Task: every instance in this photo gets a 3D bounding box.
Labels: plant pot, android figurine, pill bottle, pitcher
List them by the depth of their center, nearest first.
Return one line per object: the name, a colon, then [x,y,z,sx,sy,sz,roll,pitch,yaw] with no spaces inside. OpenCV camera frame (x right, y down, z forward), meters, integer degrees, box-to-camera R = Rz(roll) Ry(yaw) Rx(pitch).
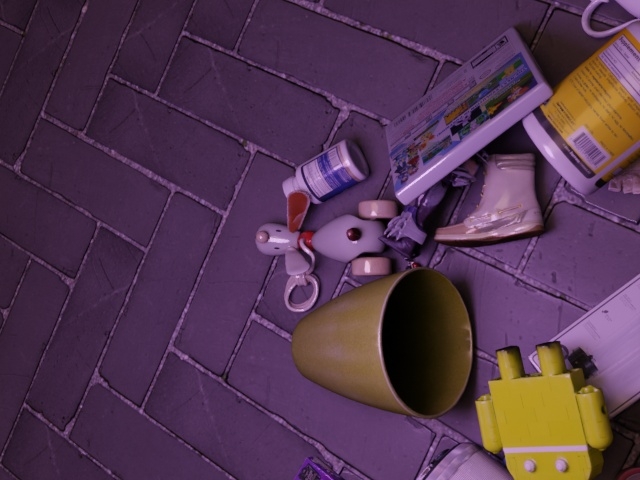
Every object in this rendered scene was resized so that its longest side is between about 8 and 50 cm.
android figurine: [0.371,0.307,1.588,0.248,0.056,0.273,-13,87,46]
pill bottle: [0.526,-0.248,1.622,0.334,0.188,0.188,-41,66,20]
pitcher: [0.574,-0.434,1.711,0.207,0.125,0.178,31,119,39]
plant pot: [0.091,0.200,1.822,0.293,0.274,0.275,-9,79,43]
pill bottle: [0.008,-0.133,1.988,0.169,0.094,0.094,-28,71,23]

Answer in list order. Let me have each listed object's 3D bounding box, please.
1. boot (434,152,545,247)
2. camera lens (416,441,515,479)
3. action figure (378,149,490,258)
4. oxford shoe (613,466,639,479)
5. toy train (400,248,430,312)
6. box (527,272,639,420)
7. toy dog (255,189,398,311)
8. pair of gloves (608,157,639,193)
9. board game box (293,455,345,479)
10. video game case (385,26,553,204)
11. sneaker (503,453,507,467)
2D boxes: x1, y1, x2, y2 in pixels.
boot: [0.315,-0.076,1.821,0.213,0.077,0.165,-9,77,27]
camera lens: [0.287,0.507,1.667,0.274,0.219,0.219,37,102,23]
action figure: [0.217,-0.102,1.822,0.099,0.185,0.285,32,91,-14]
oxford shoe: [0.520,0.553,1.597,0.123,0.130,0.348,12,84,9]
toy train: [0.193,0.067,1.898,0.036,0.027,0.158,-23,72,14]
box: [0.521,0.183,1.623,0.290,0.087,0.169,-38,66,3]
toy dog: [0.000,0.000,1.935,0.333,0.161,0.220,-23,72,24]
pair of gloves: [0.614,-0.183,1.687,0.240,0.042,0.204,2,84,30]
board game box: [-0.026,0.640,1.931,0.208,0.056,0.347,34,100,33]
video game case: [0.264,-0.239,1.786,0.329,0.036,0.300,-37,25,20]
sneaker: [0.399,0.312,1.723,0.232,0.081,0.090,-48,61,8]
